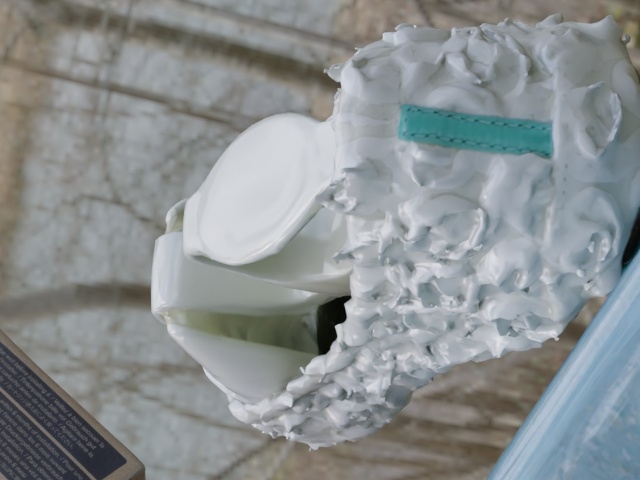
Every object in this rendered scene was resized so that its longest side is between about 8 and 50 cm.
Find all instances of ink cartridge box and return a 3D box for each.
[{"bbox_3d":[-0.208,0.189,1.214,0.193,0.088,0.234,39,147,28],"label":"ink cartridge box"}]

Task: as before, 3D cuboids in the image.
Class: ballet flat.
[{"bbox_3d":[0.000,0.000,0.728,0.409,0.147,0.147,137,140,-67],"label":"ballet flat"}]

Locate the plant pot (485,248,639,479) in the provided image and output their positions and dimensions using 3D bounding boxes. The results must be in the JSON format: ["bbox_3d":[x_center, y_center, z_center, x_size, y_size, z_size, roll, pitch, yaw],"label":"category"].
[{"bbox_3d":[0.153,0.138,0.549,0.252,0.248,0.247,-52,-12,10],"label":"plant pot"}]
